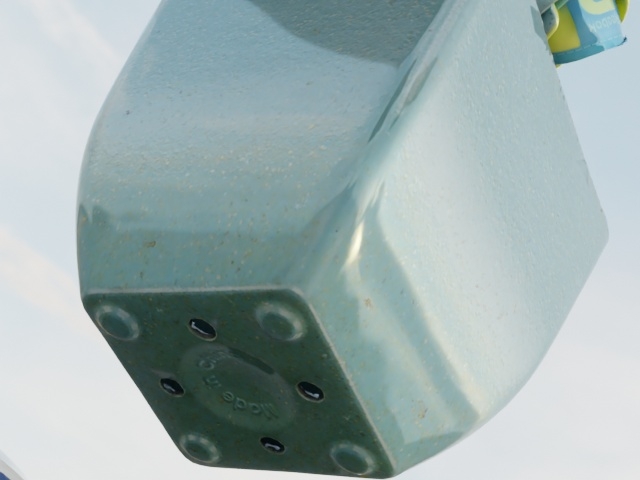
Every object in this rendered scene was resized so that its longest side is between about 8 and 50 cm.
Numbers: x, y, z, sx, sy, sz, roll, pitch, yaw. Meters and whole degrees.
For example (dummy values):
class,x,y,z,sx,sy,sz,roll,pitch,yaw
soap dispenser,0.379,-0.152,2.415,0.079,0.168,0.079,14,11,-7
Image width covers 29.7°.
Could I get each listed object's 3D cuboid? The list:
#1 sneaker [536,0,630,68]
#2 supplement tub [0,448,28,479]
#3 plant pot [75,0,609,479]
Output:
class,x,y,z,sx,sy,sz,roll,pitch,yaw
sneaker,0.139,-0.233,0.768,0.208,0.127,0.319,48,-36,31
supplement tub,-0.171,0.229,0.386,0.235,0.235,0.325,57,-2,-40
plant pot,0.000,0.000,0.720,0.248,0.252,0.247,-2,-49,32
